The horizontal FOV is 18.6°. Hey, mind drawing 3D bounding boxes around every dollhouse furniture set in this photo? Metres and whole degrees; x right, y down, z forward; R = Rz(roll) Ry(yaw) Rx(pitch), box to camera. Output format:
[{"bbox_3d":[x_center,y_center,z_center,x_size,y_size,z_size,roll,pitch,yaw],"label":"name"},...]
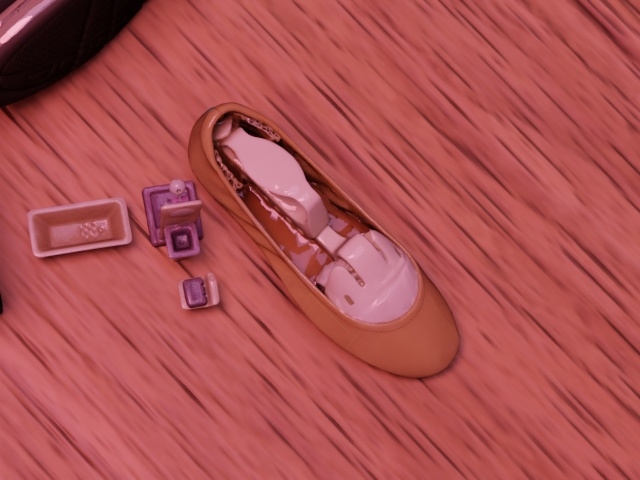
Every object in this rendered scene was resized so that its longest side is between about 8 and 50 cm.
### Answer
[{"bbox_3d":[-0.127,0.001,1.250,0.114,0.081,0.091,-9,76,-9],"label":"dollhouse furniture set"}]

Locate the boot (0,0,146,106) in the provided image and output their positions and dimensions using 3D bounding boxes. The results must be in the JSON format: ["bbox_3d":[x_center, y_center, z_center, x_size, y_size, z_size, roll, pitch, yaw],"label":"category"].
[{"bbox_3d":[-0.197,-0.293,1.293,0.284,0.138,0.377,37,70,3],"label":"boot"}]

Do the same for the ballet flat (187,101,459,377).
[{"bbox_3d":[0.000,0.000,1.270,0.232,0.073,0.080,42,75,5],"label":"ballet flat"}]

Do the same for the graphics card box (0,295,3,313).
[{"bbox_3d":[-0.361,-0.101,1.245,0.233,0.094,0.371,-16,76,-11],"label":"graphics card box"}]
